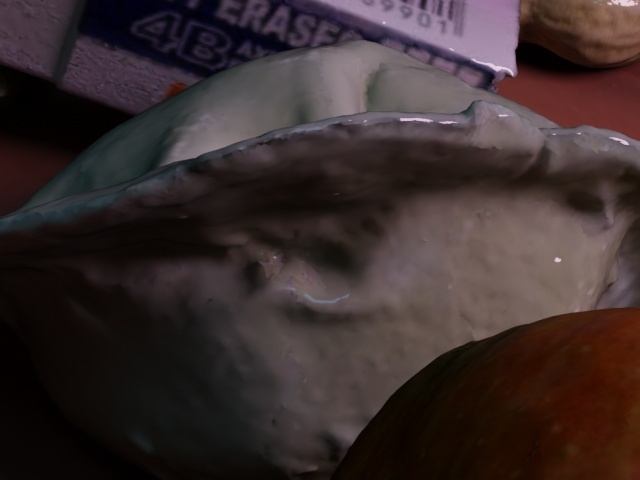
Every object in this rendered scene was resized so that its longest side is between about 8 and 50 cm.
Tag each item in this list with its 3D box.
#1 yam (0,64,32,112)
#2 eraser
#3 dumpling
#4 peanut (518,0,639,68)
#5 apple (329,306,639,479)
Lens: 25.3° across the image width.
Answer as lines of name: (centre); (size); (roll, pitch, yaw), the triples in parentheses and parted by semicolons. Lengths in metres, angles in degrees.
yam: (-0.193, -0.111, 0.826); (0.069, 0.070, 0.146); (13, 45, 4)
eraser: (-0.047, -0.120, 0.770); (0.287, 0.130, 0.086); (20, 47, -12)
dumpling: (0.006, 0.018, 0.646); (0.320, 0.212, 0.270); (-29, 18, -16)
peanut: (0.143, -0.156, 0.918); (0.187, 0.082, 0.082); (13, 45, 3)
apple: (0.121, 0.177, 0.447); (0.309, 0.277, 0.250); (16, 60, 28)
